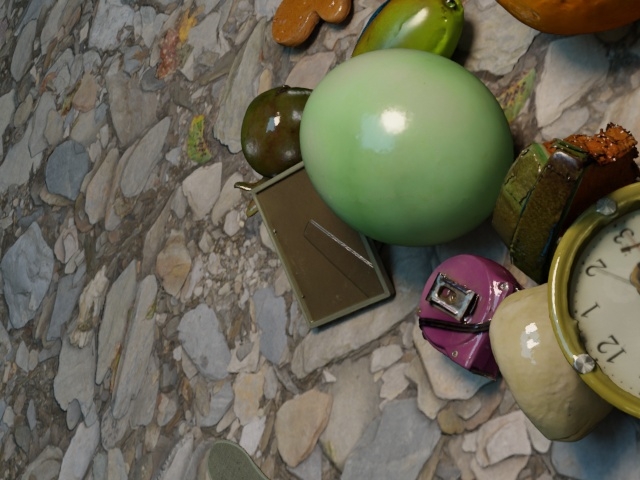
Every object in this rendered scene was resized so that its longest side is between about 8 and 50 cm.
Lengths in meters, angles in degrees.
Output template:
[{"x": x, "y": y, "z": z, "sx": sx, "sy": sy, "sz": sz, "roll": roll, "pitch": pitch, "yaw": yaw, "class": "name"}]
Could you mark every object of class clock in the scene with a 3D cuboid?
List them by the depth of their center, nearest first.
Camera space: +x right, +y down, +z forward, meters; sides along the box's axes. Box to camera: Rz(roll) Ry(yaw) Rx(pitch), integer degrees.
[{"x": 0.320, "y": 0.058, "z": 0.957, "sx": 0.237, "sy": 0.057, "sz": 0.237, "roll": -3, "pitch": 69, "yaw": 7, "class": "clock"}]

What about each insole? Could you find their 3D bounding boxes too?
[{"x": -0.094, "y": 0.332, "z": 1.427, "sx": 0.232, "sy": 0.003, "sz": 0.080, "roll": 24, "pitch": 93, "yaw": 51, "class": "insole"}]

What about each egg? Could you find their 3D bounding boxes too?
[{"x": 0.093, "y": -0.108, "z": 1.224, "sx": 0.270, "sy": 0.220, "sz": 0.220, "roll": 31, "pitch": 99, "yaw": 39, "class": "egg"}]

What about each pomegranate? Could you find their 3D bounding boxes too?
[{"x": -0.043, "y": -0.119, "z": 1.465, "sx": 0.131, "sy": 0.152, "sz": 0.191, "roll": 51, "pitch": 134, "yaw": 48, "class": "pomegranate"}]

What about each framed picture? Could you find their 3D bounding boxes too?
[{"x": 0.000, "y": 0.000, "z": 1.374, "sx": 0.150, "sy": 0.015, "sz": 0.203, "roll": -27, "pitch": 85, "yaw": 40, "class": "framed picture"}]

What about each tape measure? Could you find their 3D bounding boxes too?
[{"x": 0.168, "y": 0.077, "z": 1.175, "sx": 0.125, "sy": 0.074, "sz": 0.118, "roll": 28, "pitch": 95, "yaw": 49, "class": "tape measure"}]

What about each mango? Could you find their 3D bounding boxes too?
[{"x": 0.095, "y": -0.229, "z": 1.369, "sx": 0.233, "sy": 0.111, "sz": 0.125, "roll": -54, "pitch": 9, "yaw": 34, "class": "mango"}]

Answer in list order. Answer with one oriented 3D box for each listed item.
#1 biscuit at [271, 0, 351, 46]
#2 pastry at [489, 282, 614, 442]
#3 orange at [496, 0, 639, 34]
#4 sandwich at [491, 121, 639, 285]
[{"x": 0.019, "y": -0.384, "z": 1.584, "sx": 0.250, "sy": 0.036, "sz": 0.165, "roll": -46, "pitch": 43, "yaw": 21, "class": "biscuit"}, {"x": 0.230, "y": 0.114, "z": 1.028, "sx": 0.092, "sy": 0.156, "sz": 0.156, "roll": -26, "pitch": 56, "yaw": 34, "class": "pastry"}, {"x": 0.273, "y": -0.346, "z": 1.113, "sx": 0.261, "sy": 0.261, "sz": 0.261, "roll": -23, "pitch": 57, "yaw": 42, "class": "orange"}, {"x": 0.235, "y": -0.046, "z": 1.049, "sx": 0.159, "sy": 0.235, "sz": 0.079, "roll": -47, "pitch": 66, "yaw": 0, "class": "sandwich"}]
